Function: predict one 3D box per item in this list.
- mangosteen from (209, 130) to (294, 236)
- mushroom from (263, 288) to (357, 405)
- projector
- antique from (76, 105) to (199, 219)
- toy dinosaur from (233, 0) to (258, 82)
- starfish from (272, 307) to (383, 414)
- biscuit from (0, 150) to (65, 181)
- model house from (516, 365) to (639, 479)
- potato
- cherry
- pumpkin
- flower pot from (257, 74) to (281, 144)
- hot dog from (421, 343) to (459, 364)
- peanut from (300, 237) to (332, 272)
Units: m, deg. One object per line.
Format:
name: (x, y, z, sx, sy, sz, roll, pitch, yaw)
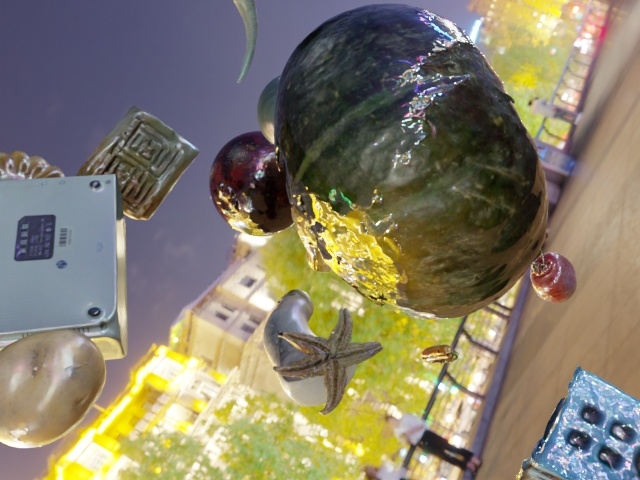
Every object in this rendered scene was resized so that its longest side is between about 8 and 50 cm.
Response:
mangosteen: (-0.150, -0.172, 1.794, 0.360, 0.306, 0.306, -29, -35, -45)
mushroom: (-0.052, 0.242, 1.487, 0.177, 0.397, 0.126, -31, -63, -9)
projector: (-0.356, 0.034, 0.789, 0.108, 0.199, 0.250, 103, 159, -56)
antique: (-0.297, -0.136, 1.052, 0.150, 0.125, 0.284, -51, 15, 2)
toy dinosaur: (-0.120, -0.461, 0.999, 0.092, 0.206, 0.392, -89, 6, -58)
starfish: (0.016, 0.249, 1.291, 0.043, 0.228, 0.240, 82, -168, -53)
biscuit: (-0.759, -0.086, 1.517, 0.325, 0.326, 0.107, -56, 7, -36)
model house: (0.536, 0.396, 1.095, 0.215, 0.303, 0.237, -59, -26, -18)
potato: (-0.291, 0.153, 0.644, 0.147, 0.112, 0.112, -38, -7, 12)
cherry: (0.476, 0.058, 1.285, 0.225, 0.090, 0.106, 48, -129, -43)
pumpkin: (0.116, -0.101, 0.877, 0.344, 0.454, 0.454, -29, -8, 8)
flower pot: (-0.049, -0.298, 1.442, 0.243, 0.190, 0.157, -46, -29, -62)
hot dog: (0.268, 0.263, 1.402, 0.037, 0.049, 0.122, -50, 6, -28)
peanut: (0.000, 0.000, 1.431, 0.087, 0.087, 0.206, -58, -27, -29)
